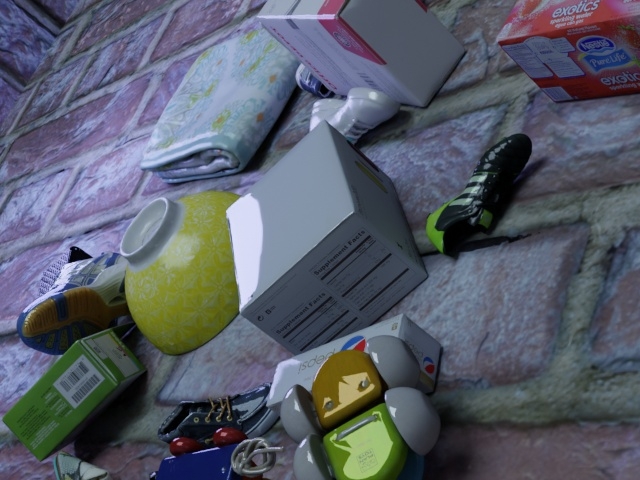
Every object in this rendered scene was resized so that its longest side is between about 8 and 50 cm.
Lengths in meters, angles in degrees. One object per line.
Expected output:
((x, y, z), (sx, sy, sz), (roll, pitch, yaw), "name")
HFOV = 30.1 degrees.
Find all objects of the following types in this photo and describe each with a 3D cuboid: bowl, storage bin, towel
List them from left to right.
((-0.434, 0.112, 2.126), (0.084, 0.122, 0.180), (-39, 30, 21), "storage bin")
((-0.224, 0.022, 1.891), (0.289, 0.156, 0.289), (-36, 32, 26), "bowl")
((-0.177, -0.263, 2.240), (0.374, 0.090, 0.320), (-3, 54, 55), "towel")

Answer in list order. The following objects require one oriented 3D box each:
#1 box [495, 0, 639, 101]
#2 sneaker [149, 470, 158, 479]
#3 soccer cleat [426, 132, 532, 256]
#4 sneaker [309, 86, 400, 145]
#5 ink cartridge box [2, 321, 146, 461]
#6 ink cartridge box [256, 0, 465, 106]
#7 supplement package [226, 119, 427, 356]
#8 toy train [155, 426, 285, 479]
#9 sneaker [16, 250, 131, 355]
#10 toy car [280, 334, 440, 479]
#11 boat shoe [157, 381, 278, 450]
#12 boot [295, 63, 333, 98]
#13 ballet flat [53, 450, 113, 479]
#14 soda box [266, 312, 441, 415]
((0.352, -0.257, 1.405), (0.257, 0.128, 0.122), (1, 57, 57), "box")
((-0.185, 0.379, 1.466), (0.151, 0.094, 0.256), (-51, 29, -7), "sneaker")
((0.203, -0.053, 1.464), (0.179, 0.060, 0.072), (-49, 37, 17), "soccer cleat")
((0.048, -0.175, 1.832), (0.212, 0.080, 0.094), (-8, 61, 62), "sneaker")
((-0.372, 0.235, 1.935), (0.189, 0.097, 0.255), (-44, -6, 12), "ink cartridge box")
((0.055, -0.321, 1.836), (0.117, 0.207, 0.283), (-54, 28, -8), "ink cartridge box")
((0.000, 0.000, 1.597), (0.204, 0.145, 0.262), (-42, 29, 16), "supplement package")
((-0.072, 0.286, 1.358), (0.248, 0.143, 0.105), (-20, 46, 45), "toy train")
((-0.407, 0.100, 1.981), (0.131, 0.112, 0.296), (17, 25, 30), "sneaker")
((0.055, 0.205, 1.271), (0.159, 0.136, 0.182), (-32, 38, 10), "toy car")
((-0.130, 0.232, 1.572), (0.183, 0.083, 0.065), (-39, 30, 21), "boat shoe")
((0.038, -0.328, 2.037), (0.190, 0.069, 0.086), (-57, 34, 5), "boot")
((-0.337, 0.379, 1.728), (0.079, 0.077, 0.221), (-29, 35, 2), "ballet flat")
((0.038, 0.162, 1.419), (0.216, 0.074, 0.069), (-26, 36, 39), "soda box")
